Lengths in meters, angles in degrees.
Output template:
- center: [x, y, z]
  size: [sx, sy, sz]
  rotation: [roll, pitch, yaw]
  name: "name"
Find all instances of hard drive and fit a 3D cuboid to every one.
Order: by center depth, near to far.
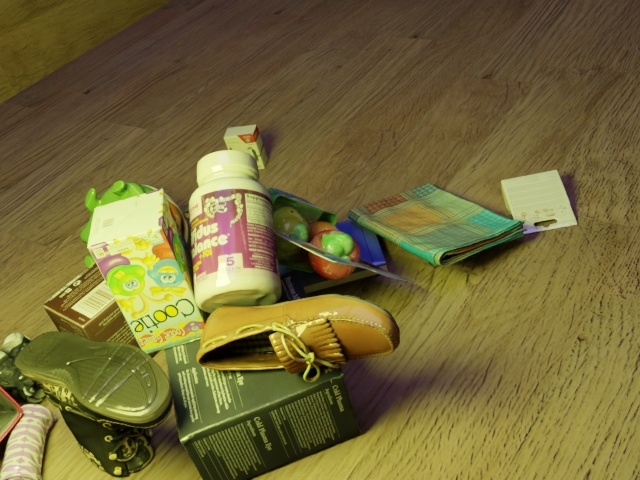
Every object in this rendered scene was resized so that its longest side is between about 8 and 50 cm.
- center: [-0.010, 0.045, 1.810]
  size: [0.319, 0.040, 0.210]
  rotation: [-15, 37, 1]
  name: "hard drive"

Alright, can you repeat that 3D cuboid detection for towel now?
- center: [0.272, -0.049, 1.758]
  size: [0.271, 0.040, 0.370]
  rotation: [-19, 29, -25]
  name: "towel"

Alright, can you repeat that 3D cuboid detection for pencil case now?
- center: [-0.606, 0.436, 1.495]
  size: [0.088, 0.086, 0.206]
  rotation: [12, 34, -20]
  name: "pencil case"

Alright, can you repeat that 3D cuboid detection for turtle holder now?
- center: [-0.504, -0.009, 1.929]
  size: [0.320, 0.227, 0.243]
  rotation: [-43, 56, 28]
  name: "turtle holder"

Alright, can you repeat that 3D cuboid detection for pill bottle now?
- center: [-0.173, -0.019, 1.423]
  size: [0.169, 0.169, 0.301]
  rotation: [-11, 67, 7]
  name: "pill bottle"

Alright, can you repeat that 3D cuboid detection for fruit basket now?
- center: [0.000, 0.000, 1.605]
  size: [0.353, 0.327, 0.165]
  rotation: [18, 91, 39]
  name: "fruit basket"

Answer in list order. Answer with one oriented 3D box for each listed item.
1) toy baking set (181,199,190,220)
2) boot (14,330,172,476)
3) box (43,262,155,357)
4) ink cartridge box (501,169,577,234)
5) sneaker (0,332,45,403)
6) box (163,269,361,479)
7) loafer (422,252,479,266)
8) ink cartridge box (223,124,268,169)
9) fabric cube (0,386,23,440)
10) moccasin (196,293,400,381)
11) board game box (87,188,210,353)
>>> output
- center: [-0.351, -0.129, 2.058]
  size: [0.196, 0.030, 0.256]
  rotation: [-57, 17, -13]
  name: "toy baking set"
- center: [-0.391, 0.331, 1.377]
  size: [0.377, 0.284, 0.138]
  rotation: [8, 42, 31]
  name: "boot"
- center: [-0.491, 0.191, 1.666]
  size: [0.167, 0.203, 0.168]
  rotation: [17, 47, 37]
  name: "box"
- center: [0.540, -0.087, 1.790]
  size: [0.145, 0.045, 0.179]
  rotation: [-11, 55, 6]
  name: "ink cartridge box"
- center: [-0.692, 0.304, 1.687]
  size: [0.101, 0.153, 0.268]
  rotation: [-62, 7, 3]
  name: "sneaker"
- center: [-0.129, 0.270, 1.447]
  size: [0.312, 0.179, 0.343]
  rotation: [-21, 37, -5]
  name: "box"
- center: [0.312, 0.025, 1.700]
  size: [0.148, 0.056, 0.050]
  rotation: [-21, 30, -6]
  name: "loafer"
- center: [-0.231, -0.285, 2.246]
  size: [0.099, 0.135, 0.056]
  rotation: [-5, 41, 15]
  name: "ink cartridge box"
- center: [-0.830, 0.365, 1.472]
  size: [0.258, 0.259, 0.254]
  rotation: [-13, 30, 42]
  name: "fabric cube"
- center: [-0.047, 0.178, 1.270]
  size: [0.380, 0.139, 0.147]
  rotation: [-1, 40, 20]
  name: "moccasin"
- center: [-0.325, 0.063, 1.409]
  size: [0.142, 0.275, 0.144]
  rotation: [-16, 36, 0]
  name: "board game box"
